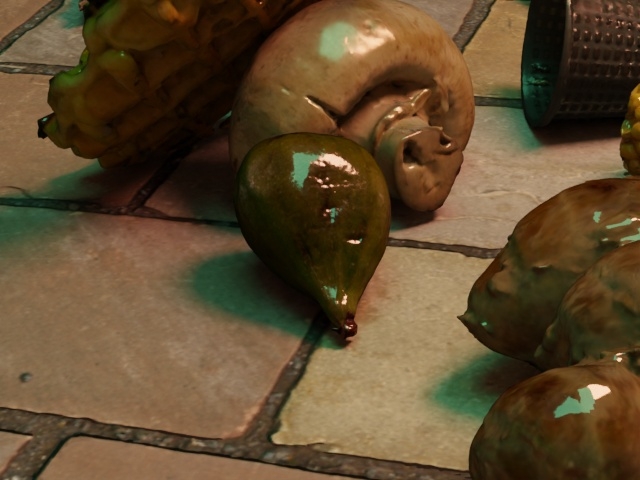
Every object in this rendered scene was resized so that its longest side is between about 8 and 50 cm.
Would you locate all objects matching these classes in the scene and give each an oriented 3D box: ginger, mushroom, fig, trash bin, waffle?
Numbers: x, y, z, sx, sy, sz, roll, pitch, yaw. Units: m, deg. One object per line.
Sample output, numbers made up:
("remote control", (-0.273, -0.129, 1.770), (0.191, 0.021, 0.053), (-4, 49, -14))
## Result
("ginger", (0.217, 0.057, 1.051), (0.256, 0.176, 0.375), (-16, 27, 9))
("mushroom", (0.036, -0.129, 1.393), (0.254, 0.189, 0.195), (-28, 35, -25))
("fig", (-0.009, 0.003, 1.258), (0.133, 0.184, 0.127), (12, -20, -27))
("trash bin", (0.301, -0.194, 1.529), (0.161, 0.175, 0.175), (4, 27, -8))
("waffle", (-0.083, -0.214, 1.422), (0.380, 0.382, 0.095), (-30, 73, -36))

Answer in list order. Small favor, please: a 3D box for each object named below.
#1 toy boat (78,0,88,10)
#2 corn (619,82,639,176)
("toy boat", (-0.272, -0.331, 1.935), (0.084, 0.066, 0.210), (-9, 19, -7))
("corn", (0.470, -0.107, 1.357), (0.387, 0.144, 0.144), (4, 29, 12))
